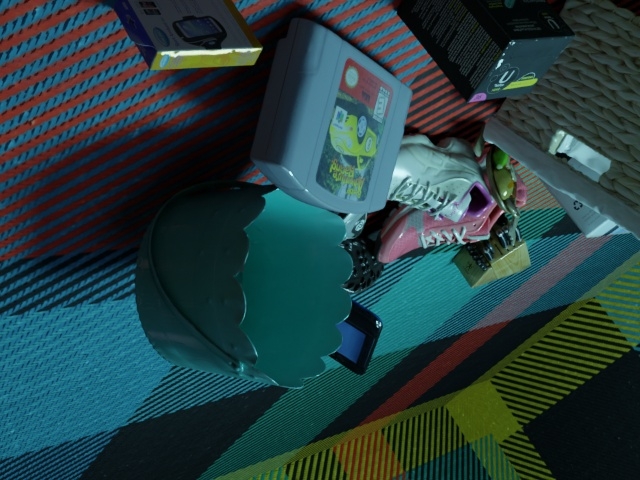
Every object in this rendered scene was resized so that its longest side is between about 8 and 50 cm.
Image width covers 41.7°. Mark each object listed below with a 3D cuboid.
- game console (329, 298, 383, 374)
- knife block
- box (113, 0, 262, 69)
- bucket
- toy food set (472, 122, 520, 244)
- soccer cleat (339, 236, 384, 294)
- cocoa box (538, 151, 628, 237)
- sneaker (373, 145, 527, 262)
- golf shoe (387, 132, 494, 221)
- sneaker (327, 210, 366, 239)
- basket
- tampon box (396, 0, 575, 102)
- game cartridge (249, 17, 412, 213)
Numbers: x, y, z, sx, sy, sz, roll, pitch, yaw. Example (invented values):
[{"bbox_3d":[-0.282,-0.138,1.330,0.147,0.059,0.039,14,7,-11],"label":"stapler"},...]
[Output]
[{"bbox_3d":[-0.036,0.208,1.691,0.173,0.250,0.293,-52,167,-25],"label":"game console"},{"bbox_3d":[0.430,-0.001,1.946,0.276,0.088,0.242,-14,152,-35],"label":"knife block"},{"bbox_3d":[-0.132,-0.204,0.812,0.136,0.081,0.028,-13,152,-37],"label":"box"},{"bbox_3d":[-0.098,0.053,1.109,0.183,0.281,0.281,-1,173,29],"label":"bucket"},{"bbox_3d":[0.319,-0.104,1.433,0.039,0.192,0.132,-15,-156,27],"label":"toy food set"},{"bbox_3d":[-0.017,0.074,1.542,0.318,0.108,0.116,-25,-173,-37],"label":"soccer cleat"},{"bbox_3d":[0.600,-0.197,1.569,0.228,0.231,0.347,-3,145,-51],"label":"cocoa box"},{"bbox_3d":[0.241,-0.041,1.540,0.314,0.136,0.116,-36,158,0],"label":"sneaker"},{"bbox_3d":[0.172,-0.095,1.357,0.306,0.140,0.115,-8,149,-42],"label":"golf shoe"},{"bbox_3d":[0.000,0.000,1.405,0.229,0.086,0.132,-40,159,17],"label":"sneaker"},{"bbox_3d":[0.501,-0.180,1.296,0.331,0.328,0.266,1,123,-51],"label":"basket"},{"bbox_3d":[0.196,-0.261,1.011,0.121,0.161,0.101,-14,152,-36],"label":"tampon box"},{"bbox_3d":[0.024,-0.135,1.054,0.294,0.060,0.195,13,94,-60],"label":"game cartridge"}]
